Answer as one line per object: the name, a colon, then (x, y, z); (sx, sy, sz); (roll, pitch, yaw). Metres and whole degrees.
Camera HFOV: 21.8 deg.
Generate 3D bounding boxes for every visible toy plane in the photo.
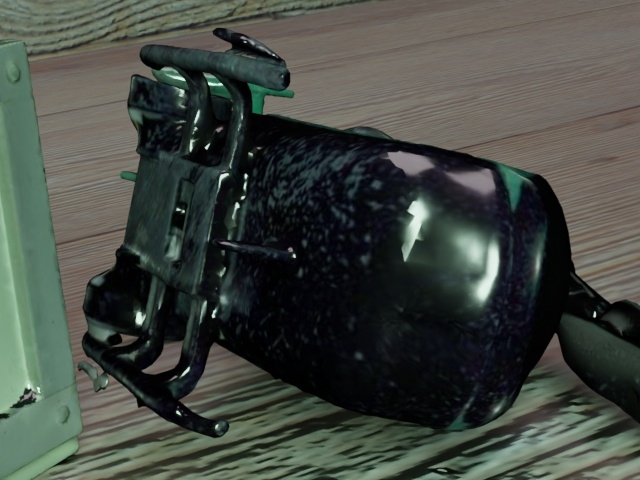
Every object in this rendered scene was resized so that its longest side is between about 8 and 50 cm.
toy plane: (0.000, 0.000, 0.539); (0.155, 0.106, 0.381); (11, 2, -23)

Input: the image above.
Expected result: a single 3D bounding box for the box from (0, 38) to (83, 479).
box: (-0.162, 0.030, 0.422); (0.086, 0.130, 0.225); (-1, 14, 27)
